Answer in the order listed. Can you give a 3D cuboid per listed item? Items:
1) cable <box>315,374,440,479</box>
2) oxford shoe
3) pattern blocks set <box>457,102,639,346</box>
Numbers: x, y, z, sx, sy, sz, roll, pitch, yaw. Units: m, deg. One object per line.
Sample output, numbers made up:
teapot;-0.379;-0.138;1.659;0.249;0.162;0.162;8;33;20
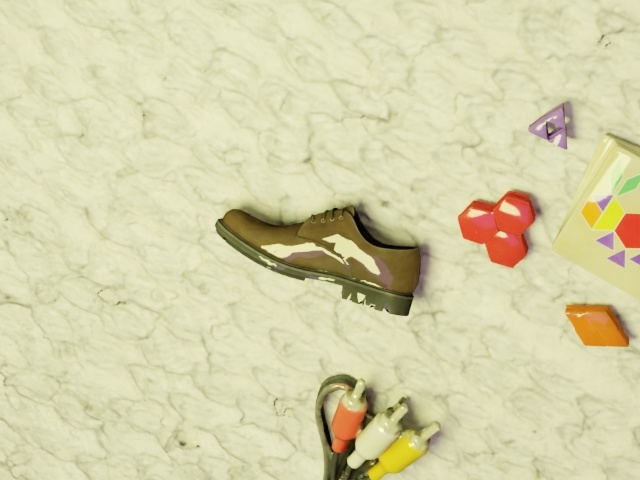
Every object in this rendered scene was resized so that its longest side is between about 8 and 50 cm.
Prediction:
cable;0.020;0.266;1.703;0.139;0.072;0.287;32;118;6
oxford shoe;0.000;0.000;1.596;0.227;0.083;0.096;18;99;7
pattern blocks set;0.334;-0.011;1.515;0.325;0.026;0.285;37;118;-2
